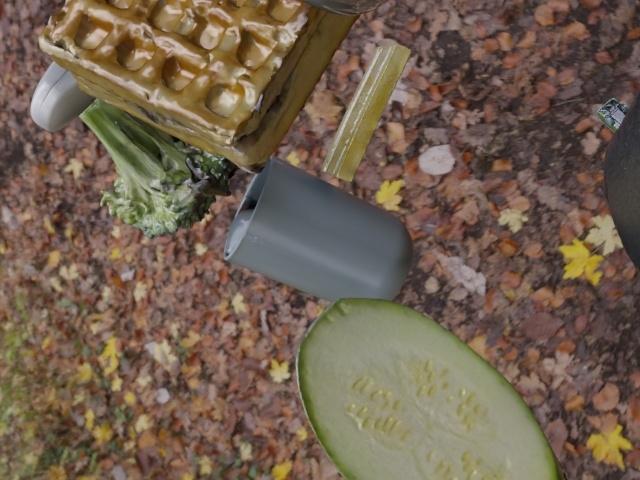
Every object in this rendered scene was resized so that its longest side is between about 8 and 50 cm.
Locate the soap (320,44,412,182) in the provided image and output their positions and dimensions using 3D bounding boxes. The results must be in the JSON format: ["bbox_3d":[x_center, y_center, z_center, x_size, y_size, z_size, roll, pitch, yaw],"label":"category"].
[{"bbox_3d":[0.077,-0.225,1.265,0.252,0.037,0.092,-66,22,3],"label":"soap"}]

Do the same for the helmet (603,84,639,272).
[{"bbox_3d":[0.273,-0.021,0.356,0.253,0.154,0.198,35,83,-3],"label":"helmet"}]

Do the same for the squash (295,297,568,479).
[{"bbox_3d":[0.109,0.187,0.711,0.189,0.189,0.260,-15,125,33],"label":"squash"}]

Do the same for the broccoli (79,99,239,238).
[{"bbox_3d":[-0.234,-0.150,1.059,0.247,0.243,0.263,20,75,45],"label":"broccoli"}]

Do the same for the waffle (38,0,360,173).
[{"bbox_3d":[-0.069,-0.233,0.643,0.213,0.091,0.308,28,78,16],"label":"waffle"}]

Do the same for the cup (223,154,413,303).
[{"bbox_3d":[0.000,0.000,1.319,0.312,0.205,0.205,25,117,-15],"label":"cup"}]

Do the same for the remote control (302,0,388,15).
[{"bbox_3d":[0.004,-0.150,0.384,0.073,0.229,0.044,-19,94,20],"label":"remote control"}]

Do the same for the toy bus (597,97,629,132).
[{"bbox_3d":[0.386,-0.140,0.904,0.031,0.037,0.083,-42,66,8],"label":"toy bus"}]

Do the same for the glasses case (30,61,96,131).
[{"bbox_3d":[-0.282,-0.233,0.913,0.059,0.233,0.092,32,152,-5],"label":"glasses case"}]
